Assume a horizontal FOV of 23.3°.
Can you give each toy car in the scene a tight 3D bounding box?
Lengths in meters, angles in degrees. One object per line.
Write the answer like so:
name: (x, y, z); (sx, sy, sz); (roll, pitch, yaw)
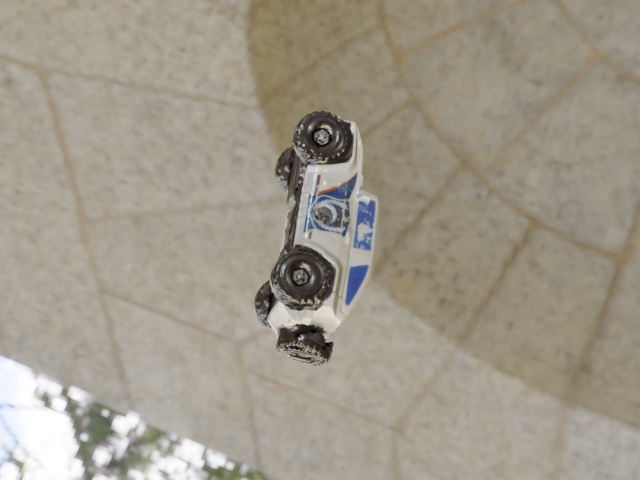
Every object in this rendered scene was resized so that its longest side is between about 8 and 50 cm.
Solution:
toy car: (0.000, 0.000, 1.058); (0.080, 0.070, 0.171); (125, 154, -67)
